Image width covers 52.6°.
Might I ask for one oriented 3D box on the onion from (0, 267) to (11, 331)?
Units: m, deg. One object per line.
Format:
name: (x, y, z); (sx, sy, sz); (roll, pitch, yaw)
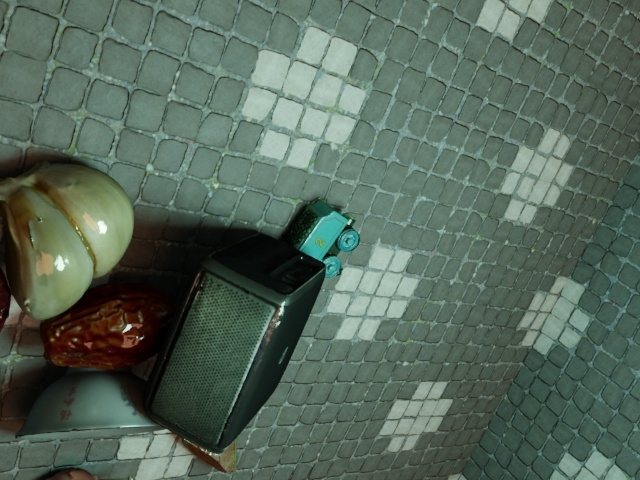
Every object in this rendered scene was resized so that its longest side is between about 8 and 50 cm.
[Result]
onion: (-0.718, 0.113, 1.179); (0.276, 0.276, 0.276); (-18, 126, -26)

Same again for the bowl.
bowl: (-0.518, 0.373, 1.509); (0.345, 0.345, 0.157); (11, 67, -39)

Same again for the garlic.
garlic: (-0.523, 0.003, 1.305); (0.249, 0.286, 0.313); (1, 120, 15)

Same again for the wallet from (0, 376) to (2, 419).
wallet: (-0.768, 0.344, 1.430); (0.117, 0.038, 0.153); (-4, 115, -36)

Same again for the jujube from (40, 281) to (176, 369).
jujube: (-0.469, 0.197, 1.449); (0.290, 0.197, 0.197); (-10, 123, -19)

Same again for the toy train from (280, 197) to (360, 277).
toy train: (0.000, 0.000, 1.718); (0.163, 0.112, 0.203); (31, 94, -37)

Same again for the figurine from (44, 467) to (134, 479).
figurine: (-0.672, 0.677, 1.641); (0.386, 0.166, 0.207); (-27, 86, -25)

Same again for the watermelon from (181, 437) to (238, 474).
watermelon: (-0.297, 0.567, 1.875); (0.146, 0.128, 0.231); (-60, 154, -28)

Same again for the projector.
projector: (-0.189, 0.211, 1.508); (0.405, 0.242, 0.395); (-66, 170, 14)
